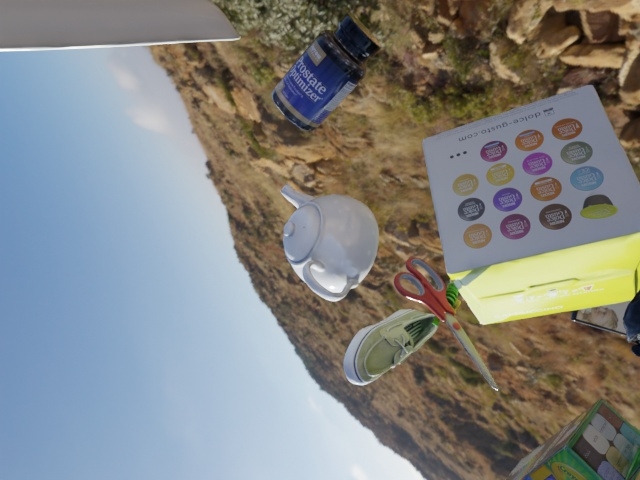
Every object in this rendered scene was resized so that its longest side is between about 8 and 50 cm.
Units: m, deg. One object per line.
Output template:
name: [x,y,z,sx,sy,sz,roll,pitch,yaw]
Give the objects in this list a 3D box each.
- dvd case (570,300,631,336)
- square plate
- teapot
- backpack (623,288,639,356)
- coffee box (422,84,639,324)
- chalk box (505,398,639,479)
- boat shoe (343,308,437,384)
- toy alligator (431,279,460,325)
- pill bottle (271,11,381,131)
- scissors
dvd case: [0.917,0.195,1.423,0.253,0.180,0.022,16,176,-10]
square plate: [-0.308,-0.263,0.436,0.347,0.344,0.049,44,138,33]
teapot: [0.000,0.000,1.061,0.187,0.253,0.256,16,175,-35]
backpack: [0.385,0.076,0.391,0.115,0.152,0.182,33,-176,-34]
coffee box: [0.447,-0.046,0.967,0.338,0.337,0.334,44,-142,-51]
chalk box: [0.330,0.293,0.535,0.132,0.132,0.213,47,131,28]
boat shoe: [0.170,0.233,1.060,0.094,0.302,0.109,-15,99,44]
toy alligator: [0.290,0.120,1.015,0.056,0.189,0.051,34,130,10]
pill bottle: [0.013,-0.337,0.916,0.123,0.219,0.123,35,-150,-23]
scissors: [0.267,0.153,0.911,0.297,0.109,0.021,46,140,18]
